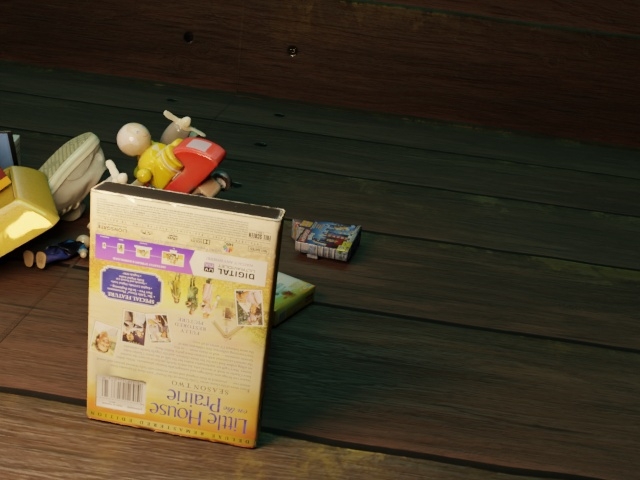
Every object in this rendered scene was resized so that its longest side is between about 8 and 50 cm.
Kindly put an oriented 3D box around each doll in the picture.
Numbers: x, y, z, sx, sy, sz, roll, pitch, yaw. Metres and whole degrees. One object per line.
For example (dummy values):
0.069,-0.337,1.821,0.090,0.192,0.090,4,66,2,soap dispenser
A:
-0.630,0.026,1.834,0.129,0.046,0.189,6,15,21,doll

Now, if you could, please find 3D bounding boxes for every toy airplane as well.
-0.454,-0.181,1.963,0.384,0.272,0.386,-32,24,-8,toy airplane

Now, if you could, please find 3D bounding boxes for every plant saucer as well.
-0.787,-0.048,1.723,0.332,0.081,0.333,-32,35,-9,plant saucer

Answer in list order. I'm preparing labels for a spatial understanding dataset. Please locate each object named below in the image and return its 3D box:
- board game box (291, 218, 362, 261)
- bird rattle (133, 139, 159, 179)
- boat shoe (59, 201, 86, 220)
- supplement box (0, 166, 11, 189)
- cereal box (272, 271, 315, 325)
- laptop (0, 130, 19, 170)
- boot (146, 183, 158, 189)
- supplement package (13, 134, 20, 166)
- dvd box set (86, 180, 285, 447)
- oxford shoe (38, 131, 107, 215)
0.000,0.000,2.060,0.194,0.060,0.194,11,24,11,board game box
-0.502,-0.272,2.472,0.253,0.143,0.207,-3,9,-30,bird rattle
-0.766,-0.107,2.078,0.227,0.079,0.081,14,17,0,boat shoe
-0.845,-0.162,1.666,0.191,0.194,0.129,-42,36,-24,supplement box
-0.157,0.114,1.764,0.240,0.047,0.173,19,27,26,cereal box
-0.879,-0.134,1.828,0.136,0.234,0.264,24,51,6,laptop
-0.348,0.048,1.719,0.338,0.223,0.118,37,-9,19,boot
-0.994,-0.206,2.139,0.203,0.145,0.262,4,23,-10,supplement package
-0.230,0.129,1.239,0.307,0.421,0.062,9,20,5,dvd box set
-0.703,-0.111,1.944,0.169,0.130,0.449,-3,39,35,oxford shoe
